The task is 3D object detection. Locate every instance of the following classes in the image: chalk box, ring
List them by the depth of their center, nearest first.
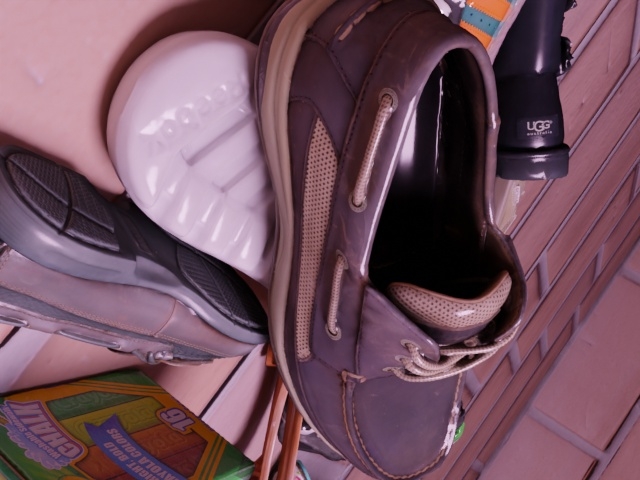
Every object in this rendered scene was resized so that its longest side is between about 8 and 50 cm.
[{"bbox_3d":[-0.170,0.183,0.510,0.213,0.132,0.132,-1,121,-62],"label":"chalk box"},{"bbox_3d":[-0.054,0.218,0.691,0.336,0.032,0.337,-169,-90,-86],"label":"ring"}]

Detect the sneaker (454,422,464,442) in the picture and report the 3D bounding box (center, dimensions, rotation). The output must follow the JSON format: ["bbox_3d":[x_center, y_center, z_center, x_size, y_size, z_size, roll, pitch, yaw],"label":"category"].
[{"bbox_3d":[0.120,0.262,1.109,0.134,0.146,0.344,-48,154,-19],"label":"sneaker"}]

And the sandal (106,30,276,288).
[{"bbox_3d":[0.010,-0.012,0.592,0.169,0.102,0.416,-50,133,-5],"label":"sandal"}]

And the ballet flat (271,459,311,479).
[{"bbox_3d":[-0.041,0.366,1.021,0.077,0.091,0.241,-23,140,-16],"label":"ballet flat"}]

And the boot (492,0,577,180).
[{"bbox_3d":[0.171,-0.176,0.728,0.246,0.094,0.207,-99,-173,-75],"label":"boot"}]

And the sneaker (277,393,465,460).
[{"bbox_3d":[0.052,0.210,0.928,0.234,0.078,0.106,3,139,-20],"label":"sneaker"}]

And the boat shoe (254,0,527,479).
[{"bbox_3d":[0.045,0.028,0.477,0.132,0.130,0.356,-25,124,-22],"label":"boat shoe"}]

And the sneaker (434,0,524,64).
[{"bbox_3d":[0.076,-0.157,0.586,0.121,0.108,0.302,-43,153,-36],"label":"sneaker"}]

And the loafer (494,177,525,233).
[{"bbox_3d":[0.186,-0.050,0.915,0.092,0.102,0.269,5,114,-56],"label":"loafer"}]

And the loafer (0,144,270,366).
[{"bbox_3d":[-0.126,0.028,0.486,0.084,0.096,0.267,-39,149,8],"label":"loafer"}]
